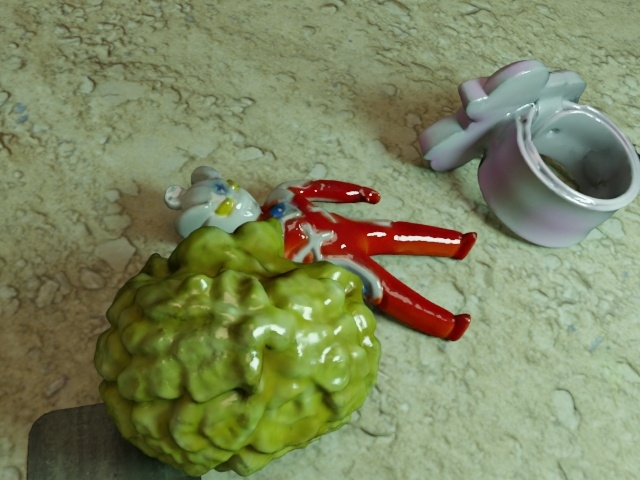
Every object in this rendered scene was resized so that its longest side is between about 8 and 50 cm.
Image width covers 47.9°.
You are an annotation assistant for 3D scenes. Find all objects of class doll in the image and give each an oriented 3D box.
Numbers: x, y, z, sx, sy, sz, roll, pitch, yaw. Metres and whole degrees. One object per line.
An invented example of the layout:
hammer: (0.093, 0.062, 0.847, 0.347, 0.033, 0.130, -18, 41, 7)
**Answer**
doll: (0.000, 0.000, 0.869, 0.384, 0.099, 0.188, 14, 53, -5)

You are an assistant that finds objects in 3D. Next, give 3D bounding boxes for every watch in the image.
watch: (0.297, -0.109, 0.954, 0.248, 0.211, 0.217, -14, 66, -30)

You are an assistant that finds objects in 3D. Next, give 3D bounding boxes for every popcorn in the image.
popcorn: (-0.080, 0.102, 0.696, 0.270, 0.224, 0.258, 17, 32, 13)

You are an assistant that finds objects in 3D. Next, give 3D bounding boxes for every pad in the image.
pad: (-0.263, 0.259, 0.641, 0.323, 0.055, 0.250, 7, 51, -29)
